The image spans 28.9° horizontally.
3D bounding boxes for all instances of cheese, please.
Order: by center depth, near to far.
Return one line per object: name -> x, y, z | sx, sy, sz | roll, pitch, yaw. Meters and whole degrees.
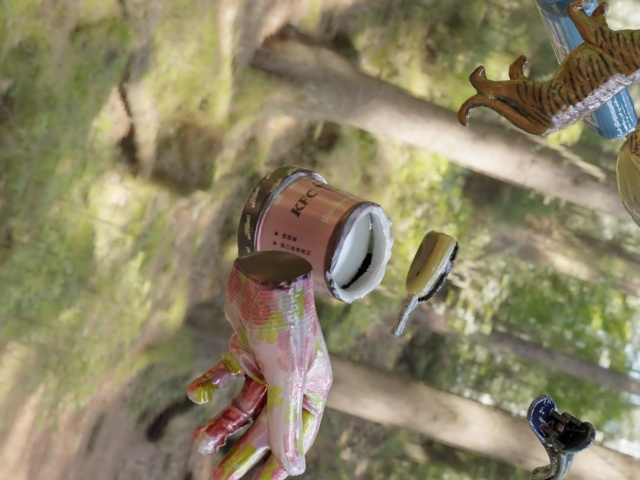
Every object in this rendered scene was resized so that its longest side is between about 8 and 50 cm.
cheese -> 0.142, 0.064, 1.785 | 0.163, 0.036, 0.086 | -64, -161, -1

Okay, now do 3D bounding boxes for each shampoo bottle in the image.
shampoo bottle -> 0.301, -0.240, 1.453 | 0.061, 0.258, 0.104 | -29, -145, 2

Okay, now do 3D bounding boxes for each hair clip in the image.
hair clip -> 0.289, 0.270, 1.540 | 0.048, 0.083, 0.275 | -54, 160, -20

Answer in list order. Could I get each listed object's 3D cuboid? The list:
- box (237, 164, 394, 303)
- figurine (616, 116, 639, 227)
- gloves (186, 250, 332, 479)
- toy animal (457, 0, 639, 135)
box -> 0.000, 0.000, 1.447 | 0.135, 0.151, 0.151 | 19, -90, 36
figurine -> 0.541, -0.177, 1.622 | 0.227, 0.274, 0.394 | -93, -175, -60
gloves -> -0.049, 0.142, 1.243 | 0.126, 0.145, 0.241 | -26, 122, -50
toy animal -> 0.241, -0.162, 1.163 | 0.241, 0.099, 0.057 | -33, 158, -2
